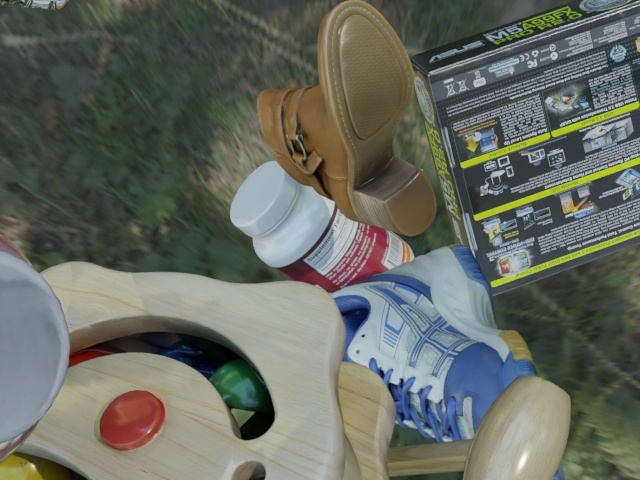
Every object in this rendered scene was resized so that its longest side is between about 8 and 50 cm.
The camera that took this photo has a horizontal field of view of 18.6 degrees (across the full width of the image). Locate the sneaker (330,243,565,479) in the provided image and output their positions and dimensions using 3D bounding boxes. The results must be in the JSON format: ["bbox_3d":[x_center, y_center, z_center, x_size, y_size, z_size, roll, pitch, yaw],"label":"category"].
[{"bbox_3d":[0.084,0.110,1.406,0.131,0.296,0.112,-16,115,-5],"label":"sneaker"}]

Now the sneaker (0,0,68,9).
[{"bbox_3d":[-0.206,-0.184,1.289,0.225,0.088,0.092,-21,120,-12],"label":"sneaker"}]

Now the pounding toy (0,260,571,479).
[{"bbox_3d":[-0.033,0.118,0.852,0.269,0.155,0.154,5,56,29],"label":"pounding toy"}]

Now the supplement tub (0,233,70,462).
[{"bbox_3d":[-0.168,0.042,0.754,0.106,0.198,0.106,2,86,-31],"label":"supplement tub"}]

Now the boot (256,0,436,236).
[{"bbox_3d":[0.003,-0.098,1.452,0.073,0.152,0.197,-30,123,-25],"label":"boot"}]

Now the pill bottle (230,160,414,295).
[{"bbox_3d":[0.000,0.000,1.638,0.152,0.086,0.086,37,88,-30],"label":"pill bottle"}]

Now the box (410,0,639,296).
[{"bbox_3d":[0.230,-0.095,1.687,0.270,0.060,0.216,-20,113,-8],"label":"box"}]
